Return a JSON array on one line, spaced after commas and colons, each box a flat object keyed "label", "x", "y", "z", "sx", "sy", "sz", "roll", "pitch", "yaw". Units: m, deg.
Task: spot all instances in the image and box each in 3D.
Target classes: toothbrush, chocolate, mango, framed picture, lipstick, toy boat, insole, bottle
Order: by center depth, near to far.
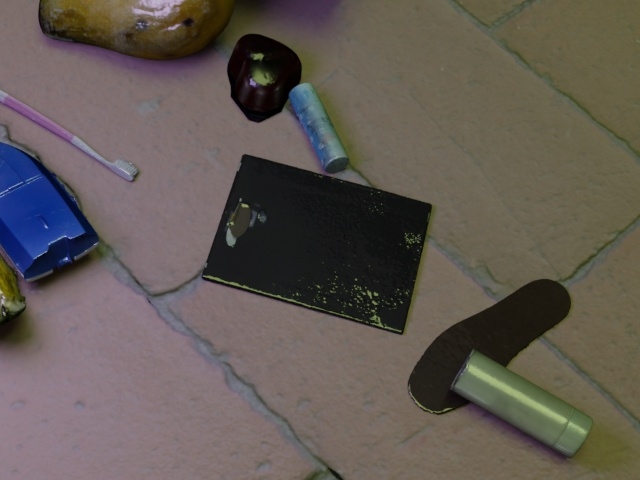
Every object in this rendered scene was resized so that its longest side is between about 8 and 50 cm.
[{"label": "bottle", "x": 0.295, "y": 0.240, "z": 1.673, "sx": 0.202, "sy": 0.072, "sz": 0.072, "roll": 30, "pitch": 61, "yaw": 6}, {"label": "toy boat", "x": -0.461, "y": -0.064, "z": 1.744, "sx": 0.129, "sy": 0.088, "sz": 0.295, "roll": -30, "pitch": 58, "yaw": -22}, {"label": "insole", "x": 0.263, "y": 0.155, "z": 1.759, "sx": 0.328, "sy": 0.007, "sz": 0.111, "roll": -33, "pitch": 71, "yaw": -23}, {"label": "framed picture", "x": 0.000, "y": 0.000, "z": 1.808, "sx": 0.324, "sy": 0.013, "sz": 0.244, "roll": 15, "pitch": 59, "yaw": 1}, {"label": "toothbrush", "x": -0.416, "y": -0.175, "z": 1.844, "sx": 0.286, "sy": 0.020, "sz": 0.025, "roll": 31, "pitch": 53, "yaw": 9}, {"label": "lipstick", "x": -0.003, "y": -0.187, "z": 1.893, "sx": 0.048, "sy": 0.048, "sz": 0.157, "roll": -17, "pitch": 65, "yaw": -17}, {"label": "mango", "x": -0.308, "y": -0.401, "z": 1.911, "sx": 0.330, "sy": 0.175, "sz": 0.176, "roll": 7, "pitch": 55, "yaw": 17}, {"label": "chocolate", "x": -0.090, "y": -0.283, "z": 1.917, "sx": 0.125, "sy": 0.080, "sz": 0.148, "roll": -4, "pitch": 60, "yaw": -10}]

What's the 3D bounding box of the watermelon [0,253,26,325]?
[{"label": "watermelon", "x": -0.517, "y": 0.024, "z": 1.653, "sx": 0.123, "sy": 0.129, "sz": 0.301, "roll": -27, "pitch": 62, "yaw": -24}]
